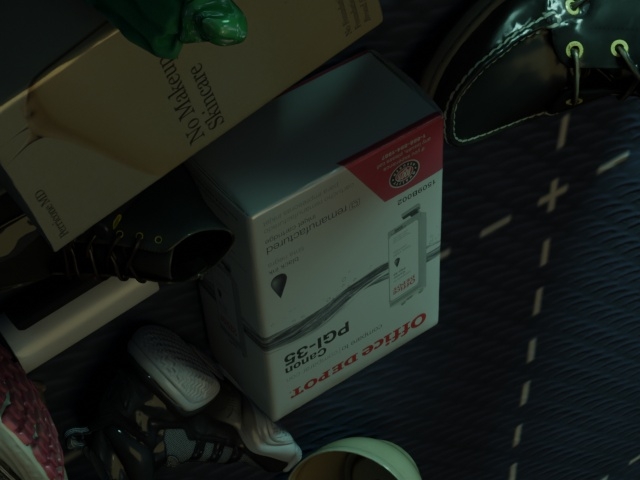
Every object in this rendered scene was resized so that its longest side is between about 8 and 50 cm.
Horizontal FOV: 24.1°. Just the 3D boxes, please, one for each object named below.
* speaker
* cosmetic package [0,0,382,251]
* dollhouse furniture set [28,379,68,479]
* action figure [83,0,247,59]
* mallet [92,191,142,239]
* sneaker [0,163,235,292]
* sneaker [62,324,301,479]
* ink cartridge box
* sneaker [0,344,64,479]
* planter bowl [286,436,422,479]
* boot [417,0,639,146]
[{"bbox_3d":[-0.204,0.054,1.255,0.136,0.055,0.055,-32,143,-16],"label":"speaker"},{"bbox_3d":[-0.117,-0.152,1.085,0.309,0.113,0.160,-38,145,-11],"label":"cosmetic package"},{"bbox_3d":[-0.331,0.244,1.290,0.242,0.161,0.212,-37,151,29],"label":"dollhouse furniture set"},{"bbox_3d":[-0.120,-0.185,0.942,0.063,0.232,0.137,-6,131,-42],"label":"action figure"},{"bbox_3d":[-0.122,-0.063,1.169,0.062,0.039,0.190,88,27,-54],"label":"mallet"},{"bbox_3d":[-0.182,0.001,1.168,0.222,0.118,0.083,-27,141,-24],"label":"sneaker"},{"bbox_3d":[-0.135,0.190,1.430,0.153,0.101,0.268,-45,139,2],"label":"sneaker"},{"bbox_3d":[0.000,0.000,1.350,0.207,0.117,0.283,-29,142,-21],"label":"ink cartridge box"},{"bbox_3d":[-0.311,0.112,1.133,0.112,0.121,0.299,-42,121,8],"label":"sneaker"},{"bbox_3d":[0.051,0.287,1.682,0.162,0.162,0.109,-65,168,26],"label":"planter bowl"},{"bbox_3d":[0.304,-0.145,1.361,0.377,0.284,0.138,-29,142,-23],"label":"boot"}]
